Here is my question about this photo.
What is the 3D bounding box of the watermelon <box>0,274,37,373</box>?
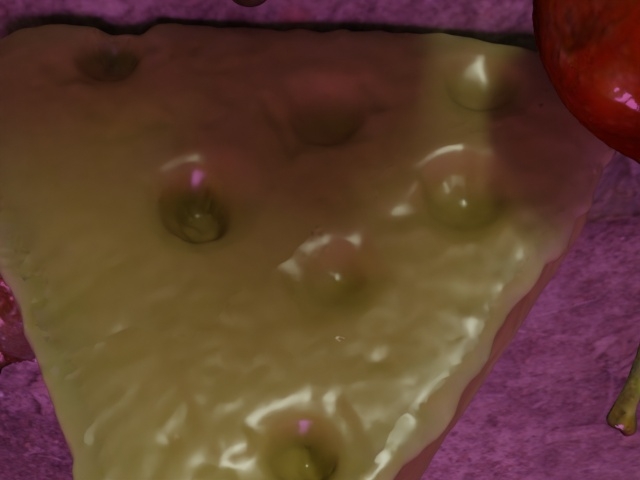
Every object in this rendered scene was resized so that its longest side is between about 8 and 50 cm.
[{"bbox_3d":[-0.329,0.026,0.857,0.302,0.151,0.264,-4,144,-16],"label":"watermelon"}]

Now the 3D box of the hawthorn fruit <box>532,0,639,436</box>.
[{"bbox_3d":[0.160,-0.059,0.518,0.165,0.285,0.165,12,144,9],"label":"hawthorn fruit"}]

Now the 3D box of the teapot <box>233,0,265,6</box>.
[{"bbox_3d":[0.000,-0.195,0.447,0.185,0.175,0.267,14,144,-7],"label":"teapot"}]

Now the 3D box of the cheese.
[{"bbox_3d":[-0.001,-0.001,0.665,0.384,0.384,0.104,2,151,5],"label":"cheese"}]
